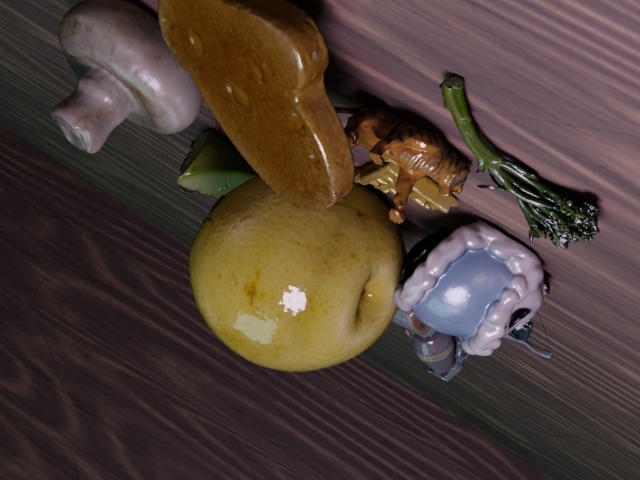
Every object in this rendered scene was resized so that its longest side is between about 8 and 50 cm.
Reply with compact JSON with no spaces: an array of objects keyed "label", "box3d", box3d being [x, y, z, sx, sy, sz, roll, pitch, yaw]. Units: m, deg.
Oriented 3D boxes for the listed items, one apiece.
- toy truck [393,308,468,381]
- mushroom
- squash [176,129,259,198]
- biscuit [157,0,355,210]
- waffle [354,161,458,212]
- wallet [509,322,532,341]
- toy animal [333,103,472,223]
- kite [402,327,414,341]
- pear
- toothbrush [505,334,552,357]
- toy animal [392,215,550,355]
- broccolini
[{"label":"toy truck","box3d":[0.219,0.165,1.627,0.108,0.140,0.257,22,164,46]},{"label":"mushroom","box3d":[-0.310,-0.235,1.274,0.243,0.243,0.243,33,168,8]},{"label":"squash","box3d":[-0.145,-0.101,1.636,0.252,0.093,0.169,39,-148,-20]},{"label":"biscuit","box3d":[-0.067,-0.195,0.982,0.343,0.057,0.287,53,157,1]},{"label":"waffle","box3d":[0.117,-0.075,1.243,0.125,0.032,0.191,34,170,-9]},{"label":"wallet","box3d":[0.322,0.141,1.531,0.129,0.026,0.088,31,167,18]},{"label":"toy animal","box3d":[0.060,-0.135,1.044,0.255,0.116,0.114,36,151,26]},{"label":"kite","box3d":[0.146,0.106,1.707,0.229,0.127,0.016,41,134,-2]},{"label":"pear","box3d":[-0.037,0.045,1.357,0.348,0.348,0.348,33,168,8]},{"label":"toothbrush","box3d":[0.389,0.198,1.618,0.131,0.013,0.011,23,154,46]},{"label":"toy animal","box3d":[0.218,0.075,1.240,0.204,0.156,0.208,34,167,0]},{"label":"broccolini","box3d":[0.219,-0.077,0.915,0.123,0.062,0.271,3,145,50]}]
